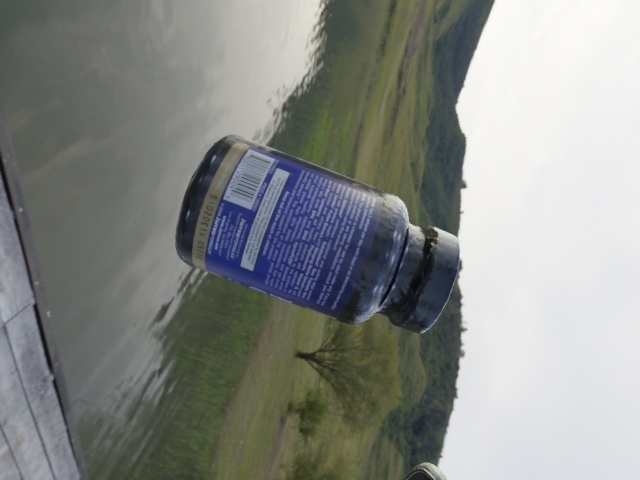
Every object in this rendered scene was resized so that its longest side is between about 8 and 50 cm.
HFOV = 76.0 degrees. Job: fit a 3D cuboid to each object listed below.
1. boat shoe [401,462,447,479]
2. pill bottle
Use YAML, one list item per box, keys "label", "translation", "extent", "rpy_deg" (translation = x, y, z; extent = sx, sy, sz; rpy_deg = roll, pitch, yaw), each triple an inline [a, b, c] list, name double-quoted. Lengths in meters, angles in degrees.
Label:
- label: "boat shoe"
  translation: [0.068, 0.281, 0.382]
  extent: [0.049, 0.056, 0.152]
  rpy_deg: [26, 92, -47]
- label: "pill bottle"
  translation: [0.000, 0.000, 0.362]
  extent: [0.123, 0.219, 0.123]
  rpy_deg: [-159, -90, -90]
